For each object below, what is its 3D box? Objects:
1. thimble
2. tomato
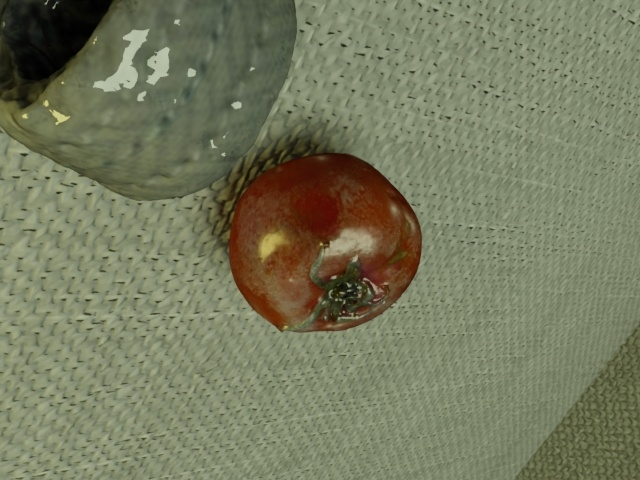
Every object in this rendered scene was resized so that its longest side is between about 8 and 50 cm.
[{"bbox_3d":[-0.142,-0.164,0.571,0.245,0.217,0.157,-55,142,5],"label":"thimble"},{"bbox_3d":[-0.002,-0.002,0.869,0.232,0.188,0.231,-11,132,-12],"label":"tomato"}]
